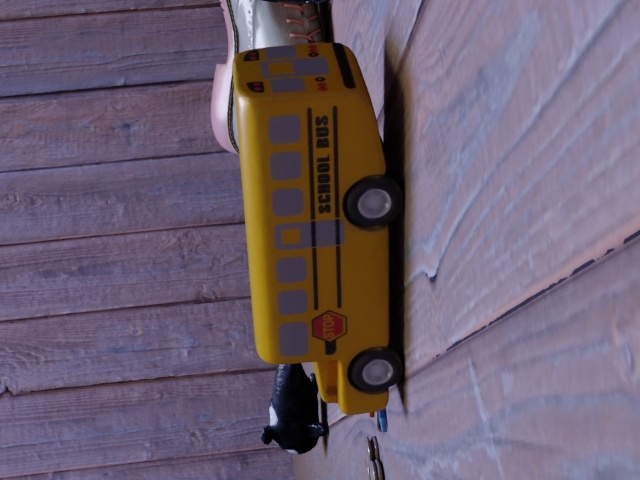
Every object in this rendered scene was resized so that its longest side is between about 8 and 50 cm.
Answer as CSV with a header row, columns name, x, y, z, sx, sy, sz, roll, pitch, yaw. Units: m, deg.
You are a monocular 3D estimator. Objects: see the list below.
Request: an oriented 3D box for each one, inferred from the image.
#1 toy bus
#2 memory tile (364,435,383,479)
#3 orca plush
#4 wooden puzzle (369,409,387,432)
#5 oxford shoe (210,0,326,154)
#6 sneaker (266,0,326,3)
name,x,y,z,sx,sy,sz,roll,pitch,yaw
toy bus,0.000,0.000,1.023,0.108,0.130,0.332,-104,9,-57
memory tile,0.064,0.305,1.315,0.113,0.012,0.148,-103,8,-54
orca plush,-0.016,0.284,1.982,0.151,0.102,0.287,-33,-37,-44
wooden puzzle,0.055,0.163,1.255,0.116,0.014,0.078,-143,47,-82
oxford shoe,-0.036,-0.267,1.373,0.146,0.140,0.397,34,132,42
sneaker,-0.083,-0.314,1.232,0.271,0.100,0.108,25,109,38
